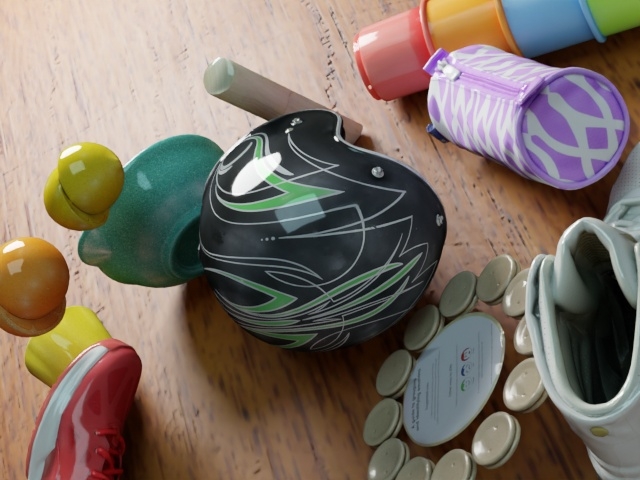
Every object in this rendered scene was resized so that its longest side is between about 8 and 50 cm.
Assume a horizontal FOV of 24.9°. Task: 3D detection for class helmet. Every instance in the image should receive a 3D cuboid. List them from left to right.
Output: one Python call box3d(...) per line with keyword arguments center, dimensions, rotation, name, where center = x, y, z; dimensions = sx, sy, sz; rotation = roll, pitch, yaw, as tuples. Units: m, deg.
box3d(center=(0.000, 0.000, 1.036), dimensions=(0.169, 0.169, 0.161), rotation=(-37, 38, 0), name="helmet")

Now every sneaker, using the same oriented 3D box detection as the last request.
box3d(center=(-0.151, 0.187, 1.045), dimensions=(0.128, 0.087, 0.221), rotation=(16, 77, 28), name="sneaker")
box3d(center=(0.204, 0.014, 0.903), dimensions=(0.108, 0.169, 0.293), rotation=(-9, 51, 26), name="sneaker")

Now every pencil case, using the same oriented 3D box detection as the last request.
box3d(center=(0.140, -0.094, 1.028), dimensions=(0.086, 0.088, 0.206), rotation=(-44, 20, -4), name="pencil case")

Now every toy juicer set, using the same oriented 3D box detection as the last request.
box3d(center=(-0.129, -0.038, 1.103), dimensions=(0.329, 0.209, 0.089), rotation=(-46, 55, -8), name="toy juicer set")

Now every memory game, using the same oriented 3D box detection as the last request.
box3d(center=(0.091, 0.094, 0.960), dimensions=(0.186, 0.012, 0.186), rotation=(-41, 31, 31), name="memory game")

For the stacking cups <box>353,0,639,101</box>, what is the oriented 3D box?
box3d(center=(0.182, -0.181, 1.131), dimensions=(0.316, 0.096, 0.096), rotation=(-18, 49, 24), name="stacking cups")
